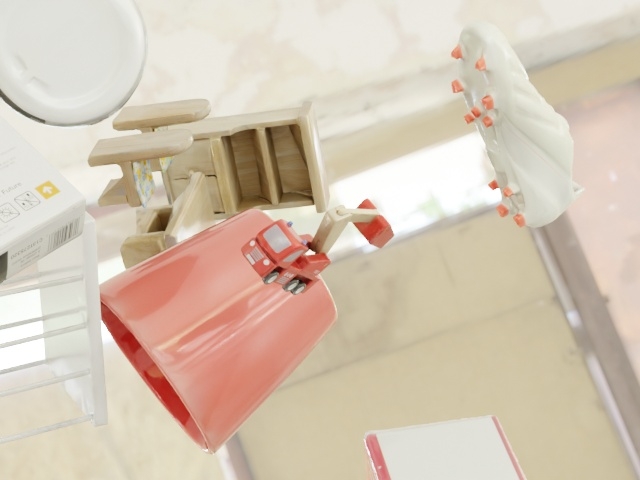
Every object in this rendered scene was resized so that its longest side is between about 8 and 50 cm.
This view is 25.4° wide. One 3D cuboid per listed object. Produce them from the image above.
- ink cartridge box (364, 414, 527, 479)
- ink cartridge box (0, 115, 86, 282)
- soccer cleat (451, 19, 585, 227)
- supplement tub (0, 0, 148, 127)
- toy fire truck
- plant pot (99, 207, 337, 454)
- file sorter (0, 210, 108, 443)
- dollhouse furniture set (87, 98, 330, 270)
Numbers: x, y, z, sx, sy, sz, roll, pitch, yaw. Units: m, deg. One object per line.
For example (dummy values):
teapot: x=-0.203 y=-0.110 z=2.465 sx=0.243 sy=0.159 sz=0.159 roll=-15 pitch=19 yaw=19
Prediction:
ink cartridge box: x=0.154 y=0.432 z=1.563 sx=0.160 sy=0.279 sz=0.384 roll=-8 pitch=-58 yaw=-8
ink cartridge box: x=-0.406 y=-0.097 z=1.335 sx=0.176 sy=0.371 sz=0.069 roll=-35 pitch=-21 yaw=-33
soccer cleat: x=0.162 y=-0.100 z=1.151 sx=0.076 sy=0.196 sz=0.068 roll=-31 pitch=33 yaw=-14
supplement tub: x=-0.312 y=-0.234 z=1.745 sx=0.194 sy=0.193 sz=0.316 roll=-19 pitch=8 yaw=-7
toy fire truck: x=0.000 y=0.000 z=1.618 sx=0.135 sy=0.047 sz=0.192 roll=-41 pitch=-21 yaw=8
plant pot: x=-0.130 y=0.102 z=1.858 sx=0.243 sy=0.275 sz=0.275 roll=-38 pitch=-8 yaw=-15
file sorter: x=-0.382 y=0.085 z=1.755 sx=0.173 sy=0.277 sz=0.193 roll=-12 pitch=25 yaw=-27
dollhouse furniture set: x=-0.143 y=-0.047 z=2.142 sx=0.257 sy=0.362 sz=0.394 roll=-6 pitch=25 yaw=10
